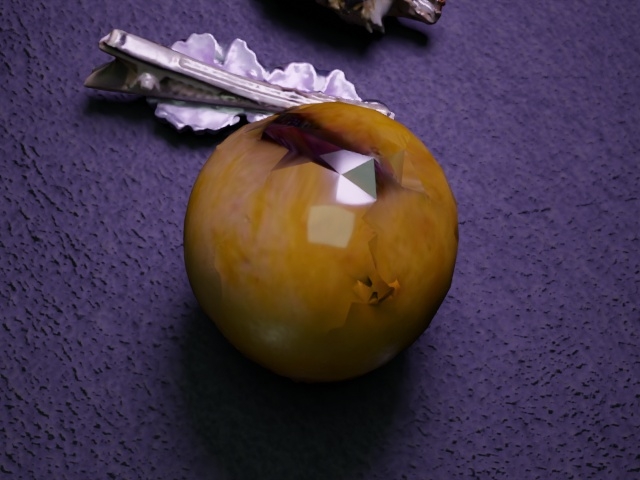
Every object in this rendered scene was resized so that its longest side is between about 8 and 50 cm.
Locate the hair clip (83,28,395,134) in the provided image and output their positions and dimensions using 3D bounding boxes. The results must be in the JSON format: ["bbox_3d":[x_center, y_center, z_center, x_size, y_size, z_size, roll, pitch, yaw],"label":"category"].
[{"bbox_3d":[-0.073,-0.143,1.067,0.292,0.084,0.106,13,61,-5],"label":"hair clip"}]

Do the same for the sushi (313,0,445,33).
[{"bbox_3d":[0.015,-0.268,1.113,0.226,0.097,0.103,23,70,7],"label":"sushi"}]

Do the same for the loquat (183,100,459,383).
[{"bbox_3d":[0.000,0.000,0.926,0.235,0.235,0.235,2,66,-4],"label":"loquat"}]
